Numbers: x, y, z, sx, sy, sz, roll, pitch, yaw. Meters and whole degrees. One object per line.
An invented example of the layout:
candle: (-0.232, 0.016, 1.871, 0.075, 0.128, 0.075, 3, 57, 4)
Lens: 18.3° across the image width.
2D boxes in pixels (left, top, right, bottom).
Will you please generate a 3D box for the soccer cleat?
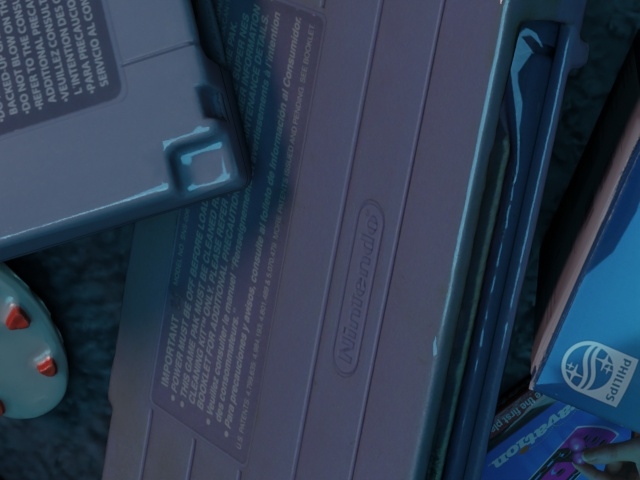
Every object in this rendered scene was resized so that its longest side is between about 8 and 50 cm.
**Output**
soccer cleat: (-0.194, 0.010, 0.978, 0.068, 0.076, 0.196, -38, 117, 10)

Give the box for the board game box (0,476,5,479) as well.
board game box: (-0.223, 0.187, 1.033, 0.141, 0.048, 0.170, 37, 106, -4)

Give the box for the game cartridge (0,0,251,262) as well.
game cartridge: (-0.158, -0.138, 0.891, 0.198, 0.062, 0.297, -17, 80, 16)

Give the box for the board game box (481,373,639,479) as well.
board game box: (0.088, 0.171, 0.997, 0.281, 0.027, 0.145, -39, 98, 15)

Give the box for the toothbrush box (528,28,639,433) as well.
toothbrush box: (0.248, 0.034, 0.841, 0.295, 0.216, 0.126, 24, 106, 2)

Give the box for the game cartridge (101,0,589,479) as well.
game cartridge: (0.000, 0.000, 0.879, 0.068, 0.230, 0.355, -1, 109, -35)
